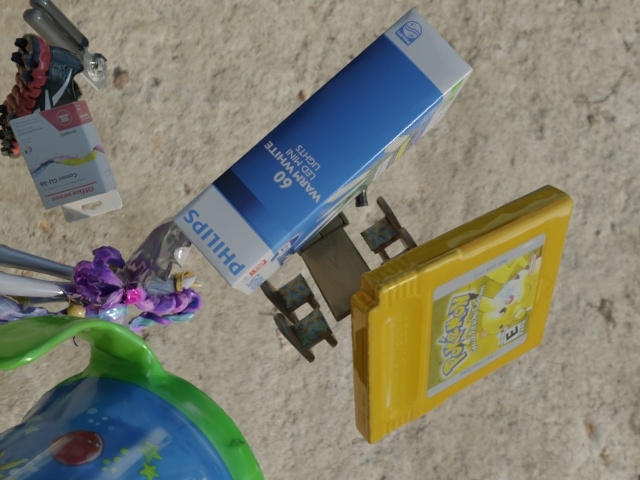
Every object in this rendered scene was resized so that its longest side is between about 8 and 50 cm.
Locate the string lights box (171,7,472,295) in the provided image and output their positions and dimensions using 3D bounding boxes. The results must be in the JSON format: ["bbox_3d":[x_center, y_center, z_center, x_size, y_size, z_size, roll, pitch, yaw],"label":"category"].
[{"bbox_3d":[0.002,-0.069,0.563,0.259,0.133,0.077,-43,85,-5],"label":"string lights box"}]

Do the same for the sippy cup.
[{"bbox_3d":[-0.181,0.223,0.416,0.306,0.240,0.224,57,22,6],"label":"sippy cup"}]

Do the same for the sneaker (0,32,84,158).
[{"bbox_3d":[-0.538,-0.264,1.233,0.135,0.276,0.098,-3,49,-45],"label":"sneaker"}]

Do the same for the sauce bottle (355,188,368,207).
[{"bbox_3d":[0.075,-0.130,1.251,0.042,0.042,0.128,-12,95,-32],"label":"sauce bottle"}]

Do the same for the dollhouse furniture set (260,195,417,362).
[{"bbox_3d":[0.000,0.000,0.903,0.212,0.242,0.161,-34,133,3],"label":"dollhouse furniture set"}]

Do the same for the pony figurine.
[{"bbox_3d":[-0.319,0.087,0.944,0.363,0.351,0.303,6,98,-24],"label":"pony figurine"}]

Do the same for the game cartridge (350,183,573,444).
[{"bbox_3d":[0.185,0.103,0.847,0.323,0.052,0.285,-25,133,-23],"label":"game cartridge"}]

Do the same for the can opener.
[{"bbox_3d":[-0.584,-0.443,1.454,0.095,0.283,0.076,9,73,18],"label":"can opener"}]

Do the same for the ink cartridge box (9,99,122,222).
[{"bbox_3d":[-0.432,-0.128,1.098,0.115,0.067,0.198,-16,107,2],"label":"ink cartridge box"}]
